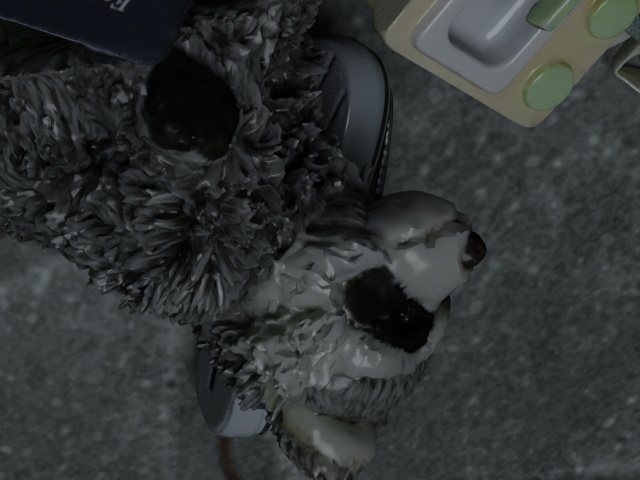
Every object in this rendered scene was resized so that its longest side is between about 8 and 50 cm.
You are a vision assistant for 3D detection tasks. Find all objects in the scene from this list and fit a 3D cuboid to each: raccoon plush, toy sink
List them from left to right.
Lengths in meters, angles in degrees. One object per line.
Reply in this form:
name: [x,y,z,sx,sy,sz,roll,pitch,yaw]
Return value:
raccoon plush: [-0.125,-0.020,0.939,0.446,0.216,0.299,6,126,31]
toy sink: [0.097,-0.164,0.896,0.152,0.234,0.131,22,116,-45]

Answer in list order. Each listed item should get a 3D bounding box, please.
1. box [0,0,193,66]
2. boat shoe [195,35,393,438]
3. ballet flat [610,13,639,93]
box: [-0.135,-0.314,0.621,0.293,0.212,0.395,15,127,-20]
boat shoe: [0.000,0.000,1.094,0.119,0.121,0.335,-3,134,-27]
ballet flat: [0.227,-0.143,1.076,0.079,0.077,0.221,-29,130,30]
